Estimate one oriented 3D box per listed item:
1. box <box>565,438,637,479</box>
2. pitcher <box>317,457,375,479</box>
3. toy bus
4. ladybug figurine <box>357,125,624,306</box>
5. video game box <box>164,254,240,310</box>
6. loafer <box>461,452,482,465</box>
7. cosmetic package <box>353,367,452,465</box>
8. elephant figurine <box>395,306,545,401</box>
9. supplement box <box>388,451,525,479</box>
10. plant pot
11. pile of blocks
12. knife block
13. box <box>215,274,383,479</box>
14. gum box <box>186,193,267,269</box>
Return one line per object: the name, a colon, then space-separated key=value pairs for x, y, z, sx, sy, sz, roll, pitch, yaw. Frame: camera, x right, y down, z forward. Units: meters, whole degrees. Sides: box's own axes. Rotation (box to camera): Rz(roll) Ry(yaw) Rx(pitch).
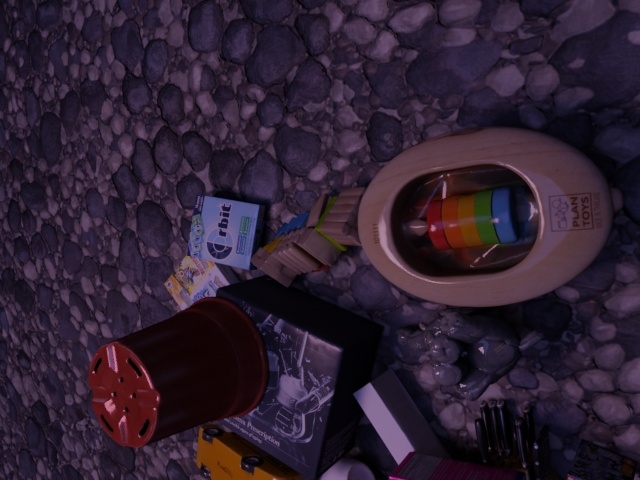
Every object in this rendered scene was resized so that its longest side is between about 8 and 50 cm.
box: x=0.474 y=0.393 z=0.976 sx=0.094 sy=0.137 sz=0.027 roll=18 pitch=108 yaw=29
pitcher: x=0.045 y=0.585 z=1.307 sx=0.178 sy=0.125 sz=0.207 roll=51 pitch=132 yaw=0
toy bus: x=-0.162 y=0.525 z=1.339 sx=0.333 sy=0.130 sz=0.108 roll=9 pitch=96 yaw=50
ladybug figurine: x=0.284 y=-0.042 z=1.016 sx=0.449 sy=0.162 sz=0.305 roll=-3 pitch=96 yaw=34
video game box: x=-0.293 y=0.131 z=1.491 sx=0.187 sy=0.048 sz=0.205 roll=-47 pitch=72 yaw=26
loafer: x=0.269 y=0.528 z=1.166 sx=0.076 sy=0.078 sz=0.223 roll=31 pitch=113 yaw=26
cosmetic package: x=0.173 y=0.392 z=1.196 sx=0.060 sy=0.099 sz=0.239 roll=-42 pitch=74 yaw=30
elephant figurine: x=0.264 y=0.179 z=1.087 sx=0.186 sy=0.239 sz=0.169 roll=27 pitch=97 yaw=0
supplement box: x=0.245 y=0.471 z=1.041 sx=0.220 sy=0.114 sz=0.111 roll=-1 pitch=96 yaw=31
plant pot: x=-0.295 y=0.273 z=1.169 sx=0.272 sy=0.265 sz=0.272 roll=6 pitch=100 yaw=34
pile of blocks: x=0.000 y=0.000 z=1.261 sx=0.112 sy=0.149 sz=0.362 roll=38 pitch=139 yaw=-26
knife block: x=0.347 y=0.454 z=1.099 sx=0.242 sy=0.088 sz=0.275 roll=41 pitch=117 yaw=22
box: x=-0.076 y=0.288 z=1.294 sx=0.343 sy=0.179 sz=0.312 roll=20 pitch=107 yaw=29
gum box: x=-0.228 y=-0.022 z=1.399 sx=0.184 sy=0.041 sz=0.157 roll=12 pitch=94 yaw=25
